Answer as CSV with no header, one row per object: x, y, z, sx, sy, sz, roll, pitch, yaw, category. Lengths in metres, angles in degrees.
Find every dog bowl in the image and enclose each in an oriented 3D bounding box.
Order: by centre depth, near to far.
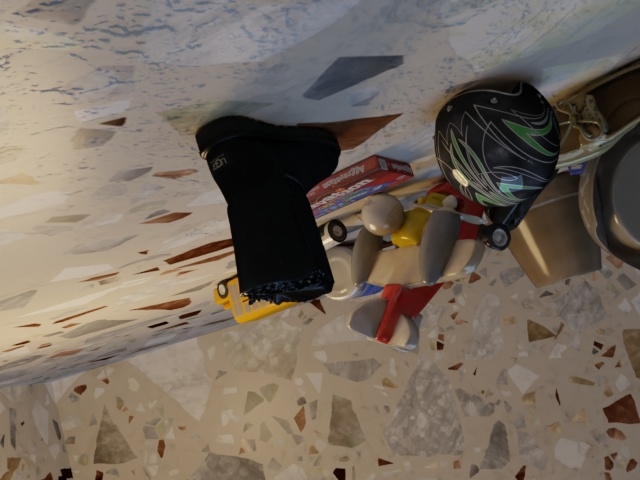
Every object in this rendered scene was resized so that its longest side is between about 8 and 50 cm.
0.716,-0.099,1.351,0.349,0.349,0.102,-16,-177,-6,dog bowl

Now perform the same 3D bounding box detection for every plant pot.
0.673,-0.019,1.853,0.323,0.280,0.323,-16,171,-3,plant pot

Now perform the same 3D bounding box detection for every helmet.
0.238,-0.128,0.865,0.161,0.169,0.169,-32,-178,-42,helmet

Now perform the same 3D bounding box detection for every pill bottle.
0.116,0.088,1.853,0.152,0.152,0.272,-23,168,31,pill bottle

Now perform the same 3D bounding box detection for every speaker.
0.000,0.000,1.438,0.055,0.055,0.136,-10,168,-38,speaker

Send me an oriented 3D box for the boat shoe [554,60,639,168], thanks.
0.438,-0.206,0.948,0.285,0.104,0.089,-32,161,21,boat shoe

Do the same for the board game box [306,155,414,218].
0.011,-0.075,1.118,0.281,0.027,0.145,-23,168,29,board game box

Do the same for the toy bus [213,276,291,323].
-0.148,0.132,1.700,0.108,0.130,0.333,-7,166,-46,toy bus

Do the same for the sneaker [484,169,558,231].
0.410,-0.138,1.337,0.087,0.130,0.227,-5,138,-34,sneaker

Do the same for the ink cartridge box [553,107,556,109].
0.351,-0.152,1.125,0.191,0.082,0.139,-21,170,28,ink cartridge box

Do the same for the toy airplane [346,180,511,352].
0.171,0.031,1.286,0.386,0.272,0.384,-38,-166,28,toy airplane

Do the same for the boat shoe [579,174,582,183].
0.753,-0.141,1.718,0.183,0.066,0.066,27,180,-30,boat shoe

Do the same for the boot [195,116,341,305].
-0.033,-0.029,0.759,0.094,0.207,0.246,-23,169,30,boot

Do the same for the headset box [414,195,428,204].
0.267,-0.086,1.491,0.062,0.032,0.083,-22,168,26,headset box

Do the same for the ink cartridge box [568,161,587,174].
0.684,-0.199,1.546,0.207,0.046,0.097,-7,165,-47,ink cartridge box
